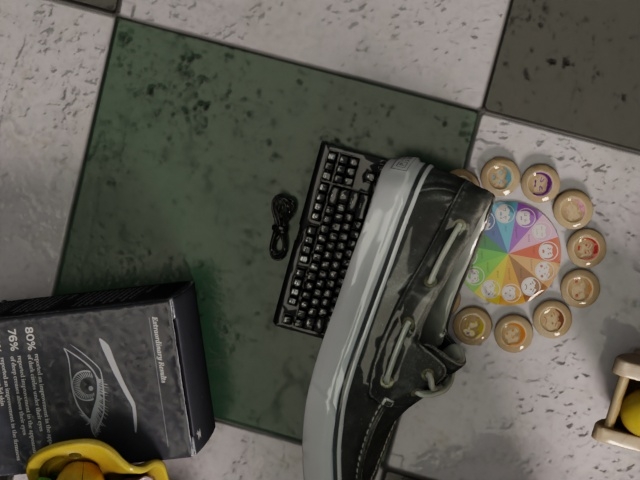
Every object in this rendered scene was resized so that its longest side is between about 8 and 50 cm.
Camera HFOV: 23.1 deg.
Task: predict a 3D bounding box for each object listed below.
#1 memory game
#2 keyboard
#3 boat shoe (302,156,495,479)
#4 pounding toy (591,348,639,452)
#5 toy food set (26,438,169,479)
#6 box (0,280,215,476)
[{"bbox_3d":[0.173,0.014,1.456,0.186,0.012,0.186,1,98,7],"label":"memory game"},{"bbox_3d":[0.000,0.000,1.471,0.108,0.023,0.180,16,99,5],"label":"keyboard"},{"bbox_3d":[0.072,0.096,1.415,0.119,0.121,0.335,17,101,17],"label":"boat shoe"},{"bbox_3d":[0.370,0.207,1.387,0.270,0.154,0.154,17,100,5],"label":"pounding toy"},{"bbox_3d":[-0.201,0.259,1.442,0.128,0.218,0.071,-3,57,2],"label":"toy food set"},{"bbox_3d":[-0.214,0.129,1.471,0.207,0.108,0.153,-6,97,7],"label":"box"}]
